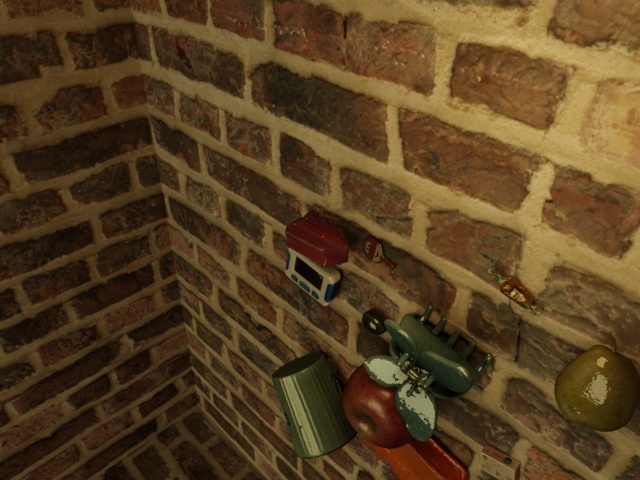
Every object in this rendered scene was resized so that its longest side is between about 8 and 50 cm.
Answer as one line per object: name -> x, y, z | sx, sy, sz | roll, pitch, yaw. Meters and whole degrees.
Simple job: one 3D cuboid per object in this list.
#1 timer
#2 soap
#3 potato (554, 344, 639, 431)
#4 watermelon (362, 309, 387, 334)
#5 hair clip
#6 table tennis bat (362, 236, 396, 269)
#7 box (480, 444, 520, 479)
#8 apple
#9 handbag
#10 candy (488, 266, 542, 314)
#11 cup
timer -> -0.031, 0.132, 1.981 | 0.253, 0.078, 0.178 | 38, 135, 26
soap -> 0.000, 0.000, 1.786 | 0.250, 0.162, 0.099 | 28, 132, 37
potato -> 0.696, 0.366, 1.221 | 0.174, 0.159, 0.251 | 15, 118, 15
watermelon -> 0.204, 0.308, 1.821 | 0.111, 0.078, 0.078 | 40, 138, 25
hair clip -> 0.345, 0.385, 1.567 | 0.318, 0.238, 0.392 | 40, 136, 27
table tennis bat -> 0.203, 0.048, 1.705 | 0.155, 0.019, 0.098 | 41, 139, 28
box -> 0.614, 0.772, 1.669 | 0.125, 0.043, 0.089 | 18, 126, 43
apple -> 0.246, 0.588, 1.793 | 0.345, 0.269, 0.344 | 28, 135, 32
handbag -> 0.374, 0.877, 1.968 | 0.410, 0.116, 0.303 | 40, 141, 26
candy -> 0.536, 0.140, 1.349 | 0.182, 0.046, 0.053 | 45, 142, 17
cup -> -0.055, 0.749, 2.233 | 0.401, 0.310, 0.392 | -21, 91, 51
